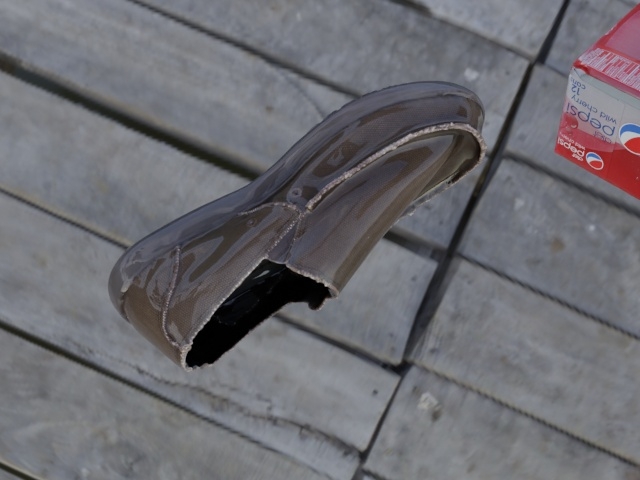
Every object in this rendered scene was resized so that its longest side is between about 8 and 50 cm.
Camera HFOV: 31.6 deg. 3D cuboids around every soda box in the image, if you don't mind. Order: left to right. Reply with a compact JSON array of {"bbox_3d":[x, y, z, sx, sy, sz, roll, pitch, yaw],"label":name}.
[{"bbox_3d":[0.282,-0.145,0.820,0.083,0.092,0.263,35,60,27],"label":"soda box"}]

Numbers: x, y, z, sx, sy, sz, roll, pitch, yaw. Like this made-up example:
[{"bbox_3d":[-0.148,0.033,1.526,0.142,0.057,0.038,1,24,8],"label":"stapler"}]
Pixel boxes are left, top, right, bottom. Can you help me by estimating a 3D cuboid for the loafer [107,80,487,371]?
[{"bbox_3d":[0.000,0.000,0.982,0.366,0.134,0.130,-33,58,1],"label":"loafer"}]
